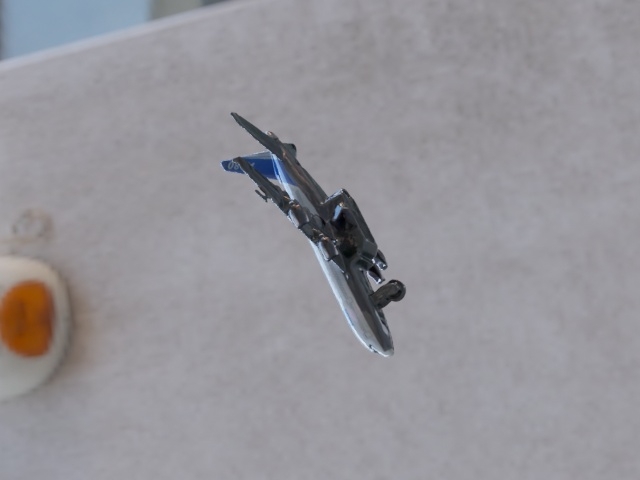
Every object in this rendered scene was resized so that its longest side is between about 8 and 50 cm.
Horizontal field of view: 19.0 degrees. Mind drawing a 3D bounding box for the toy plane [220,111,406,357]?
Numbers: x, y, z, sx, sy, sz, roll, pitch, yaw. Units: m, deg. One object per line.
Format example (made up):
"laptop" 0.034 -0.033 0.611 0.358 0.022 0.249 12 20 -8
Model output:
"toy plane" 0.001 -0.002 0.538 0.084 0.024 0.078 51 -167 30
